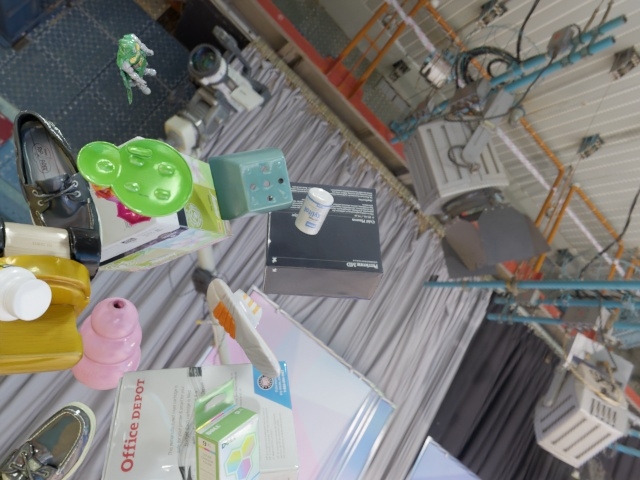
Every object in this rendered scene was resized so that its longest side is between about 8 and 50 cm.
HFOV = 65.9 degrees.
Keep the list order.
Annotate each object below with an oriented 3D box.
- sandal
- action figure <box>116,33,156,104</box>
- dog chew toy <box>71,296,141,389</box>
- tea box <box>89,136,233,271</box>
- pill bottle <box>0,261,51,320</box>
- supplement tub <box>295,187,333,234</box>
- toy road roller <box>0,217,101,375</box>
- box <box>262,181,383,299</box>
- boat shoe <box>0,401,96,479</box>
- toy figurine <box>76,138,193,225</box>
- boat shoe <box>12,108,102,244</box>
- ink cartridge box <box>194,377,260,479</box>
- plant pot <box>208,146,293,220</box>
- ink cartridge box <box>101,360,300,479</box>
[{"bbox_3d":[-0.165,0.196,1.148,0.102,0.076,0.265,-32,-87,45],"label":"sandal"},{"bbox_3d":[-0.404,-0.387,1.080,0.063,0.137,0.232,14,-1,-10],"label":"action figure"},{"bbox_3d":[-0.641,0.303,1.504,0.206,0.206,0.332,32,-55,5],"label":"dog chew toy"},{"bbox_3d":[-0.464,-0.071,1.281,0.328,0.220,0.323,-20,-11,20],"label":"tea box"},{"bbox_3d":[-0.380,0.059,0.585,0.116,0.065,0.065,11,-28,22],"label":"pill bottle"},{"bbox_3d":[-0.017,-0.078,1.300,0.071,0.071,0.107,30,-62,9],"label":"supplement tub"},{"bbox_3d":[-0.503,0.126,0.811,0.202,0.241,0.329,10,-41,-44],"label":"toy road roller"},{"bbox_3d":[0.000,0.000,1.523,0.343,0.313,0.179,4,-34,-7],"label":"box"},{"bbox_3d":[-0.405,0.328,0.687,0.080,0.223,0.073,41,-1,4],"label":"boat shoe"},{"bbox_3d":[-0.320,-0.082,0.817,0.173,0.130,0.159,13,-23,-30],"label":"toy figurine"},{"bbox_3d":[-0.539,-0.117,1.001,0.113,0.127,0.340,123,-51,-66],"label":"boat shoe"},{"bbox_3d":[-0.166,0.372,0.892,0.062,0.209,0.109,7,13,31],"label":"ink cartridge box"},{"bbox_3d":[-0.157,-0.138,1.190,0.234,0.165,0.166,-165,-118,-69],"label":"plant pot"},{"bbox_3d":[-0.263,0.449,1.139,0.394,0.286,0.166,-1,-52,-11],"label":"ink cartridge box"}]
